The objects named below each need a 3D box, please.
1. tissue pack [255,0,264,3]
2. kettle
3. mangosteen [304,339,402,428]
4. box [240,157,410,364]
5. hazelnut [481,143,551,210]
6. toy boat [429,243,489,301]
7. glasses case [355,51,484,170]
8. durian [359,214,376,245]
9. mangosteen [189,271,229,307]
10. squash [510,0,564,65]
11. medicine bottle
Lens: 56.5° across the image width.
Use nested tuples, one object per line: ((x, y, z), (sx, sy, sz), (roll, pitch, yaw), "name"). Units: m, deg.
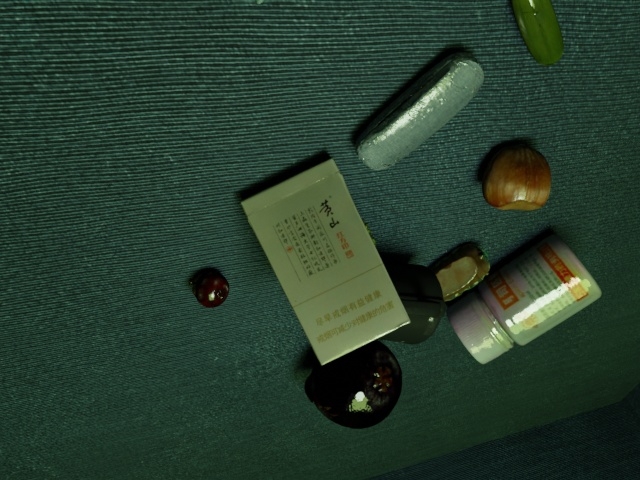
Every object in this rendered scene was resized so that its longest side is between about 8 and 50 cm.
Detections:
((-0.053, -0.453, 0.738), (0.185, 0.081, 0.257), (-29, 143, 0), "tissue pack")
((0.130, 0.156, 1.415), (0.308, 0.262, 0.203), (10, 116, -34), "kettle")
((0.082, 0.407, 1.717), (0.275, 0.275, 0.302), (9, 164, -35), "mangosteen")
((0.011, 0.042, 1.186), (0.204, 0.365, 0.051), (-26, -173, 2), "box")
((0.443, -0.138, 1.339), (0.150, 0.150, 0.150), (-15, 141, -12), "hazelnut")
((0.323, 0.119, 1.607), (0.293, 0.108, 0.099), (-39, 172, 26), "toy boat")
((0.187, -0.240, 1.133), (0.282, 0.067, 0.109), (-42, 142, 18), "glasses case")
((-0.002, -0.006, 1.288), (0.220, 0.095, 0.137), (-22, 107, -1), "durian")
((-0.240, 0.107, 1.307), (0.081, 0.081, 0.081), (-15, 141, -12), "mangosteen")
((0.382, -0.395, 1.057), (0.066, 0.066, 0.252), (-36, 140, 14), "squash")
((0.572, 0.172, 1.704), (0.388, 0.219, 0.219), (-37, 141, 17), "medicine bottle")
